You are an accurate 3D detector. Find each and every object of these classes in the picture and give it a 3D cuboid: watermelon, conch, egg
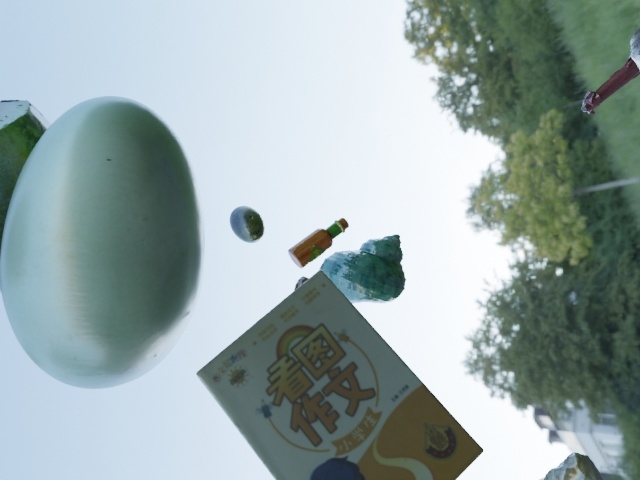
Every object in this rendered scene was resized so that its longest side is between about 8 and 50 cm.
[{"bbox_3d":[-0.456,-0.035,0.759,0.224,0.180,0.305,-64,-8,-59],"label":"watermelon"},{"bbox_3d":[0.104,0.065,1.205,0.202,0.196,0.134,-30,-38,-21],"label":"conch"},{"bbox_3d":[-0.254,0.012,0.642,0.230,0.230,0.371,-18,-49,-52],"label":"egg"}]

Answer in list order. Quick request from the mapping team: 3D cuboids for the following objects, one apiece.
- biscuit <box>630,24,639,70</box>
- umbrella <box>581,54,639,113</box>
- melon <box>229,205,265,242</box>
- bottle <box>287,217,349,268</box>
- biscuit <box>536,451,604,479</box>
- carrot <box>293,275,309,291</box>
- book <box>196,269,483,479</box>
[{"bbox_3d":[0.361,-0.224,0.274,0.091,0.407,0.407,44,-136,0],"label":"biscuit"},{"bbox_3d":[0.342,-0.190,0.582,0.165,0.027,0.025,-38,-98,-12],"label":"umbrella"},{"bbox_3d":[-0.223,-0.048,1.635,0.099,0.162,0.099,-15,-57,-24],"label":"melon"},{"bbox_3d":[0.000,0.000,1.479,0.187,0.069,0.069,-38,-62,-14],"label":"bottle"},{"bbox_3d":[0.171,0.309,0.437,0.038,0.290,0.141,-4,-138,-45],"label":"biscuit"},{"bbox_3d":[-0.037,0.175,1.004,0.048,0.048,0.216,15,-101,-51],"label":"carrot"},{"bbox_3d":[0.018,0.206,0.641,0.208,0.295,0.020,-40,-16,-12],"label":"book"}]
